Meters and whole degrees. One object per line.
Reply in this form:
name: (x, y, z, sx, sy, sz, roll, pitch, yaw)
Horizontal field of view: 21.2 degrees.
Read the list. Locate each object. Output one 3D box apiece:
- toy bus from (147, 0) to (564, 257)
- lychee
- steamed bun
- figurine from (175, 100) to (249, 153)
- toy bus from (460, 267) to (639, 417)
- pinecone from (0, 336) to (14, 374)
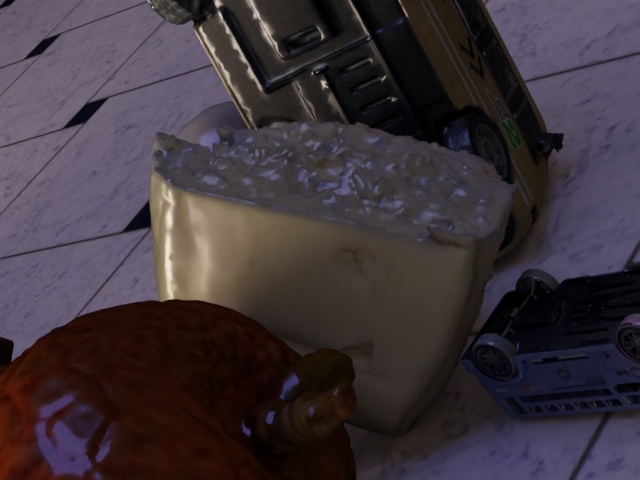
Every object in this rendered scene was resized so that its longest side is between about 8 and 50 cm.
toy bus: (0.026, -0.153, 1.238, 0.177, 0.365, 0.202, -21, 15, 29)
lychee: (-0.087, 0.145, 0.958, 0.300, 0.255, 0.255, -53, 13, 28)
steamed bun: (0.000, 0.000, 1.103, 0.170, 0.225, 0.200, -59, -13, -55)
figurine: (-0.059, -0.057, 1.446, 0.182, 0.144, 0.256, -49, 23, -21)
toy bus: (0.166, 0.058, 0.988, 0.167, 0.076, 0.073, -11, 32, 49)
pinecone: (-0.218, 0.165, 1.202, 0.185, 0.169, 0.212, -29, 33, -21)
